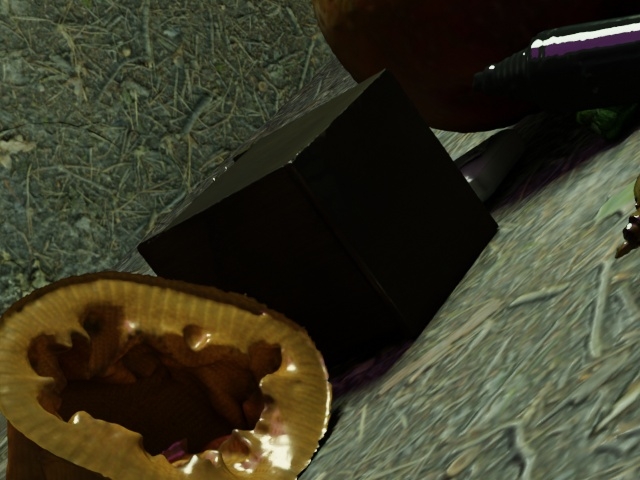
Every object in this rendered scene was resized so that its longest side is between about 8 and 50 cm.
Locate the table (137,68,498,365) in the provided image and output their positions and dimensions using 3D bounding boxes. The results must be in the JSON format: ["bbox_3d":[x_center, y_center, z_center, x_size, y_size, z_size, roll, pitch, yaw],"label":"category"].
[{"bbox_3d":[0.000,0.000,1.425,0.193,0.172,0.169,-26,14,41],"label":"table"}]

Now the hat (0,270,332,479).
[{"bbox_3d":[-0.141,0.176,1.309,0.244,0.233,0.233,-32,-26,-45],"label":"hat"}]

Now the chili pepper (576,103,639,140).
[{"bbox_3d":[0.276,-0.149,1.452,0.182,0.050,0.073,-41,-8,-39],"label":"chili pepper"}]

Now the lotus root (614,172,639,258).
[{"bbox_3d":[0.228,-0.032,1.016,0.152,0.063,0.072,-35,35,-17],"label":"lotus root"}]

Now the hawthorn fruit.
[{"bbox_3d":[0.154,-0.310,1.588,0.403,0.403,0.403,-38,9,7],"label":"hawthorn fruit"}]

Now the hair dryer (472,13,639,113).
[{"bbox_3d":[0.240,-0.124,1.016,0.352,0.107,0.189,-3,29,42],"label":"hair dryer"}]

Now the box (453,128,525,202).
[{"bbox_3d":[0.062,-0.007,1.629,0.285,0.044,0.142,-34,8,30],"label":"box"}]
